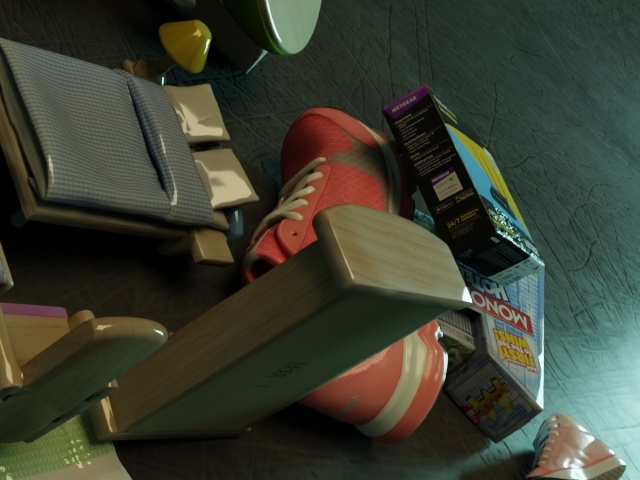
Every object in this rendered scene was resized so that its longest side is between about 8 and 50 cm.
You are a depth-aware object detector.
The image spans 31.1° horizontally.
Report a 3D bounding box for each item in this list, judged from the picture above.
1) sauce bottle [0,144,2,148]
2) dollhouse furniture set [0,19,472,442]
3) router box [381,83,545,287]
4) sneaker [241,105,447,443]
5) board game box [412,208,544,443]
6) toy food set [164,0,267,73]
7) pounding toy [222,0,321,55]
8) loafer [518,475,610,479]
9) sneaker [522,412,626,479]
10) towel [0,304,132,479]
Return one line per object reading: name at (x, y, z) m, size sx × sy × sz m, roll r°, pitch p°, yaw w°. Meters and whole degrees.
sauce bottle at (-0.214, -0.087, 0.810) m, size 0.042 × 0.042 × 0.128 m, roll -12°, pitch 62°, yaw -52°
dollhouse furniture set at (-0.099, -0.057, 0.701) m, size 0.286 × 0.198 × 0.303 m, roll 12°, pitch 49°, yaw -55°
router box at (0.121, -0.039, 0.944) m, size 0.133 × 0.046 × 0.179 m, roll 67°, pitch 16°, yaw 18°
sneaker at (0.000, 0.000, 0.885) m, size 0.136 × 0.116 × 0.314 m, roll 18°, pitch 42°, yaw -33°
board game box at (0.121, 0.067, 0.995) m, size 0.194 × 0.060 × 0.194 m, roll 27°, pitch 36°, yaw -26°
toy food set at (-0.090, -0.309, 1.139) m, size 0.219 × 0.092 × 0.306 m, roll 41°, pitch 33°, yaw -6°
pounding toy at (-0.071, -0.279, 0.988) m, size 0.183 × 0.110 × 0.237 m, roll -3°, pitch 96°, yaw -74°
loafer at (0.221, 0.223, 0.883) m, size 0.223 × 0.078 × 0.076 m, roll 24°, pitch 77°, yaw -52°
sneaker at (0.190, 0.185, 0.957) m, size 0.134 × 0.051 × 0.070 m, roll -6°, pitch 44°, yaw -42°
towel at (-0.175, 0.105, 0.662) m, size 0.113 × 0.023 × 0.152 m, roll -6°, pitch 58°, yaw -51°
